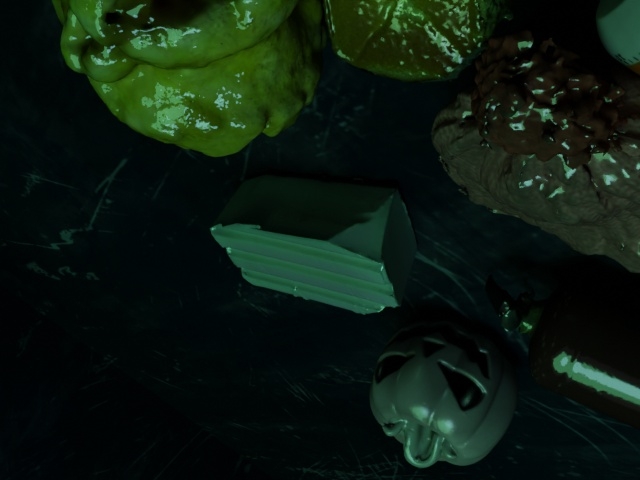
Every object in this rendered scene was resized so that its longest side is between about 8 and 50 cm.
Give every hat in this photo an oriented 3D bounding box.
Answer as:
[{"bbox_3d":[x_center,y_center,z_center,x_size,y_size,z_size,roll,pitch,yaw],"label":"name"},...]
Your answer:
[{"bbox_3d":[0.174,-0.061,0.508,0.237,0.107,0.286,11,169,33],"label":"hat"}]

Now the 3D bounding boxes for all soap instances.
[{"bbox_3d":[0.000,0.000,0.802,0.230,0.091,0.145,11,149,32],"label":"soap"}]

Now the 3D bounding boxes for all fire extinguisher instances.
[{"bbox_3d":[0.304,0.114,0.670,0.337,0.114,0.135,23,-165,15],"label":"fire extinguisher"}]

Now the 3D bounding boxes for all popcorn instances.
[{"bbox_3d":[-0.083,-0.172,0.508,0.203,0.200,0.226,-3,95,58],"label":"popcorn"}]

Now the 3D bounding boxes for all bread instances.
[{"bbox_3d":[0.065,-0.171,0.484,0.128,0.069,0.140,12,143,30],"label":"bread"}]

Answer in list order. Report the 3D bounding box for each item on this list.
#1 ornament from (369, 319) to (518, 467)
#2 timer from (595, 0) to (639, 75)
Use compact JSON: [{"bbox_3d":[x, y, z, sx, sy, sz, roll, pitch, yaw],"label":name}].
[{"bbox_3d":[0.143,0.188,0.883,0.177,0.177,0.177,24,151,14],"label":"ornament"},{"bbox_3d":[0.222,-0.127,0.379,0.136,0.099,0.136,19,160,7],"label":"timer"}]
